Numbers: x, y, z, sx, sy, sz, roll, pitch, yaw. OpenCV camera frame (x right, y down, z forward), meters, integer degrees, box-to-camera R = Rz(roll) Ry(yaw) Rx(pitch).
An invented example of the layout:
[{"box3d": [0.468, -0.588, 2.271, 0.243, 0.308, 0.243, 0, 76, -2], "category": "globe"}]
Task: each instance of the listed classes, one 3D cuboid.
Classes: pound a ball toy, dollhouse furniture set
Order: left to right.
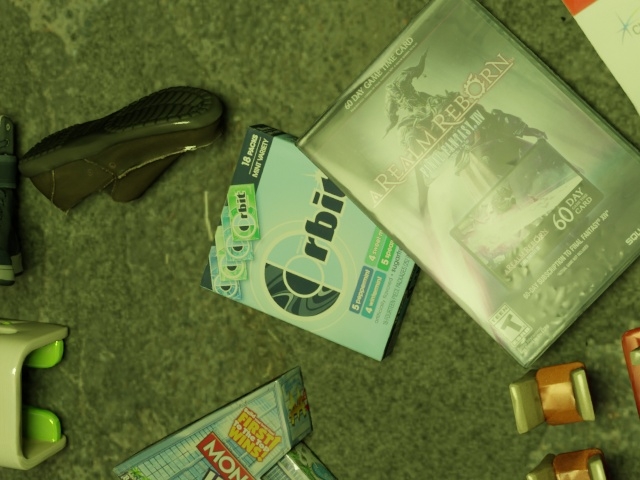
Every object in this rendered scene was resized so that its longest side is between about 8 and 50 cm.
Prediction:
[{"box3d": [-0.372, 0.182, 1.361, 0.319, 0.136, 0.208, 6, 100, 19], "category": "pound a ball toy"}, {"box3d": [0.314, 0.192, 1.137, 0.262, 0.135, 0.259, -13, 89, 18], "category": "dollhouse furniture set"}]

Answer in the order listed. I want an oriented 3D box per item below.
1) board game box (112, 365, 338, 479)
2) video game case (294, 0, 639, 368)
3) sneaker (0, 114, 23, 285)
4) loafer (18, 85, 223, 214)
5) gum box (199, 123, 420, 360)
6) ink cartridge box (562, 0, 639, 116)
[{"box3d": [-0.061, 0.220, 1.301, 0.194, 0.060, 0.194, 47, 111, 6], "category": "board game box"}, {"box3d": [0.142, -0.057, 1.174, 0.274, 0.026, 0.196, 44, 94, 6], "category": "video game case"}, {"box3d": [-0.320, -0.037, 1.268, 0.086, 0.226, 0.163, -4, 95, -7], "category": "sneaker"}, {"box3d": [-0.173, -0.080, 1.288, 0.220, 0.080, 0.078, -13, 117, 30], "category": "loafer"}, {"box3d": [0.000, 0.000, 1.251, 0.184, 0.041, 0.156, 21, 105, 14], "category": "gum box"}, {"box3d": [0.320, -0.206, 0.942, 0.308, 0.385, 0.091, -33, 50, 22], "category": "ink cartridge box"}]
